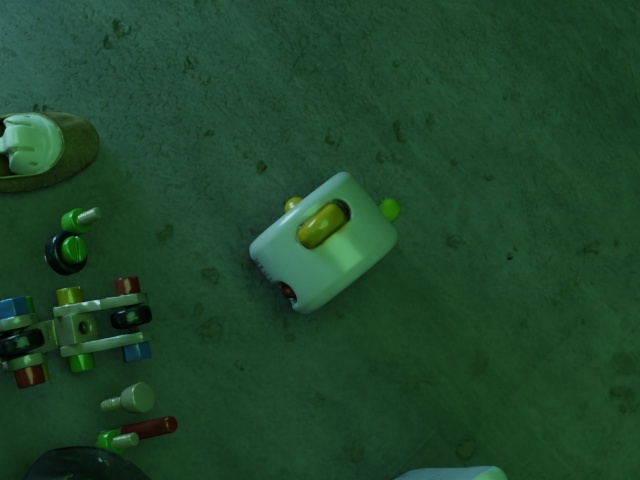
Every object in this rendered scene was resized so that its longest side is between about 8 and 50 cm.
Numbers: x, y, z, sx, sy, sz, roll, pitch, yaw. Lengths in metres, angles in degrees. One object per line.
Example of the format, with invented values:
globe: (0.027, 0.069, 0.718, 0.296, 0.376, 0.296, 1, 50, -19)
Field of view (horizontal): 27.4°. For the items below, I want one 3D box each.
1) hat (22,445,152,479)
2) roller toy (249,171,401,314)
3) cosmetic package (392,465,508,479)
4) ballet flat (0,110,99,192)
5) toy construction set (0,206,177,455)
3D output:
hat: (-0.301, 0.340, 1.678, 0.331, 0.331, 0.134, 25, 55, -11)
roller toy: (0.000, 0.000, 1.876, 0.146, 0.191, 0.209, 51, 33, 0)
cosmetic package: (0.127, 0.543, 1.731, 0.329, 0.327, 0.394, -25, 88, -20)
ballet flat: (-0.467, -0.126, 1.798, 0.342, 0.124, 0.116, -5, 80, -18)
toy construction set: (-0.362, 0.163, 1.762, 0.309, 0.237, 0.257, 59, 38, -16)
